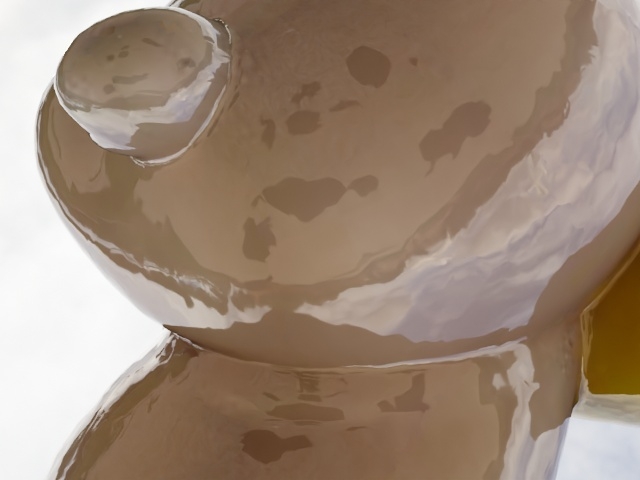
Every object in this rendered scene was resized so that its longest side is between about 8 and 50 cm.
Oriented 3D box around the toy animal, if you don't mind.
[{"bbox_3d":[-0.015,-0.004,0.508,0.345,0.247,0.277,-38,-145,-17],"label":"toy animal"}]
